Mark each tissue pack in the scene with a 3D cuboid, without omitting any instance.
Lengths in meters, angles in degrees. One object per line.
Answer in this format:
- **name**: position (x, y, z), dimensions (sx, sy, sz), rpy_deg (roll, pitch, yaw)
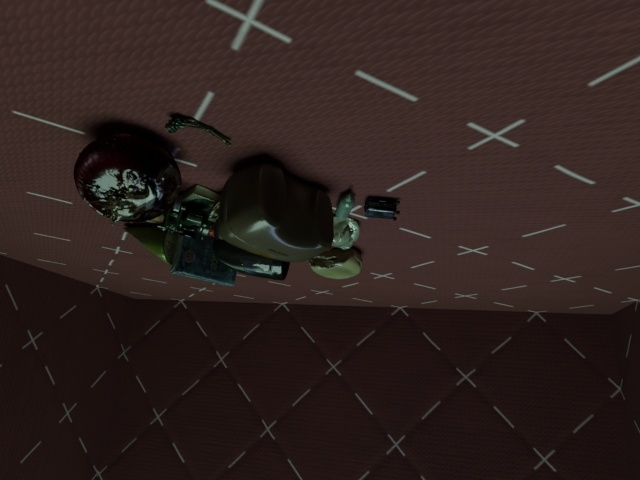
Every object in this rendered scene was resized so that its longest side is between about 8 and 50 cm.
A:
- **tissue pack**: position (-0.552, 0.083, 2.198), dimensions (0.315, 0.228, 0.103), rpy_deg (19, 162, -38)
- **tissue pack**: position (-0.158, -0.078, 1.537), dimensions (0.276, 0.268, 0.386), rpy_deg (-16, 154, 38)

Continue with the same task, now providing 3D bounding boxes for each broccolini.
- **broccolini**: position (-0.336, -0.308, 1.271), dimensions (0.194, 0.054, 0.052), rpy_deg (14, 141, -30)

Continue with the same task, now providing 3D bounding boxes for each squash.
- **squash**: position (-0.826, 0.028, 2.169), dimensions (0.260, 0.190, 0.189), rpy_deg (-1, 161, 8)

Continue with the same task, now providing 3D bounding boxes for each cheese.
- **cheese**: position (0.079, 0.111, 2.279), dimensions (0.265, 0.127, 0.233), rpy_deg (-7, 158, 28)

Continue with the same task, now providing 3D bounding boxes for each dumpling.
- **dumpling**: position (0.082, -0.041, 1.878), dimensions (0.155, 0.111, 0.181), rpy_deg (-34, 157, 13)

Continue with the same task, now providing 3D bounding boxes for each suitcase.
- **suitcase**: position (0.224, -0.117, 1.659), dimensions (0.126, 0.059, 0.086), rpy_deg (5, 160, 0)

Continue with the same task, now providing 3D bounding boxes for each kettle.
- **kettle**: position (-0.299, 0.012, 1.885), dimensions (0.323, 0.229, 0.321), rpy_deg (6, 139, 6)

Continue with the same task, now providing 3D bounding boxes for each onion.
- **onion**: position (-0.588, -0.202, 1.394), dimensions (0.313, 0.233, 0.314), rpy_deg (-9, 143, -7)

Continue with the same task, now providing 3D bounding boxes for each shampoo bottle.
- **shampoo bottle**: position (0.095, -0.135, 1.650), dimensions (0.056, 0.056, 0.195), rpy_deg (7, 161, -5)

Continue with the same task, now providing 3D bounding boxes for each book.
- **book**: position (-0.401, -0.117, 1.854), dimensions (0.370, 0.043, 0.260), rpy_deg (19, 158, -36)

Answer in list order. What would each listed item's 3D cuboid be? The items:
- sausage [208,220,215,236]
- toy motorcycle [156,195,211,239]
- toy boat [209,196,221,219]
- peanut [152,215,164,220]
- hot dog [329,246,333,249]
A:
- **sausage**: position (-0.458, -0.043, 2.039), dimensions (0.273, 0.074, 0.074), rpy_deg (20, 157, -37)
- **toy motorcycle**: position (-0.517, -0.074, 1.748), dimensions (0.205, 0.127, 0.275), rpy_deg (16, 165, -20)
- **toy boat**: position (-0.330, -0.133, 1.664), dimensions (0.206, 0.072, 0.064), rpy_deg (-29, 143, 29)
- **peanut**: position (-0.695, -0.145, 1.764), dimensions (0.103, 0.098, 0.229), rpy_deg (-28, 148, 16)
- **hot dog**: position (-0.003, 0.005, 2.033), dimensions (0.123, 0.093, 0.261), rpy_deg (-6, 159, 27)
